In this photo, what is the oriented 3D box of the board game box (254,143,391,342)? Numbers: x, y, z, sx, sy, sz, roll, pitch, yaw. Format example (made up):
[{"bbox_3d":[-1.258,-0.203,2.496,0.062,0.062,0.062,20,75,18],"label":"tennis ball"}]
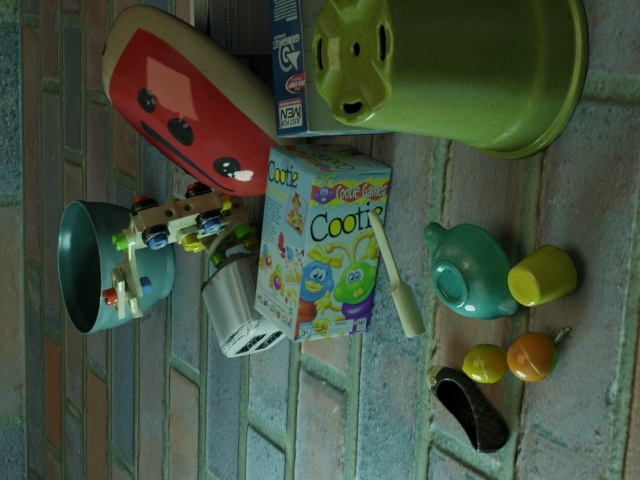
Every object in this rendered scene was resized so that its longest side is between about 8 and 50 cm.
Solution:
[{"bbox_3d":[0.000,0.000,1.724,0.144,0.142,0.275,35,124,53],"label":"board game box"}]

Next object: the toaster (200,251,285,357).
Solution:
[{"bbox_3d":[-0.130,0.117,1.976,0.227,0.129,0.146,-43,60,55],"label":"toaster"}]

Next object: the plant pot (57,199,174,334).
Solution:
[{"bbox_3d":[-0.443,0.052,2.425,0.293,0.196,0.293,12,104,58],"label":"plant pot"}]

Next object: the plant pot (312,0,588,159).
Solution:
[{"bbox_3d":[0.139,-0.232,1.349,0.276,0.254,0.276,14,107,58],"label":"plant pot"}]

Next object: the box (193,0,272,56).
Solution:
[{"bbox_3d":[-0.147,-0.385,1.921,0.072,0.137,0.126,10,103,60],"label":"box"}]

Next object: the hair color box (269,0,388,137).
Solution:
[{"bbox_3d":[0.020,-0.328,1.612,0.105,0.174,0.347,1,95,60],"label":"hair color box"}]

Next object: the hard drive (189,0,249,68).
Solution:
[{"bbox_3d":[-0.195,-0.401,2.097,0.203,0.040,0.307,12,105,58],"label":"hard drive"}]

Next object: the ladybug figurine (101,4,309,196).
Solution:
[{"bbox_3d":[-0.208,-0.219,1.866,0.449,0.162,0.305,37,163,18],"label":"ladybug figurine"}]

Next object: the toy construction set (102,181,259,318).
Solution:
[{"bbox_3d":[-0.256,0.000,1.959,0.151,0.328,0.215,51,151,12],"label":"toy construction set"}]

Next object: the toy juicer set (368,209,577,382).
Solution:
[{"bbox_3d":[0.203,0.078,1.461,0.329,0.089,0.209,19,124,48],"label":"toy juicer set"}]

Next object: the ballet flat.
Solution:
[{"bbox_3d":[0.195,0.229,1.518,0.173,0.049,0.057,46,131,47],"label":"ballet flat"}]
